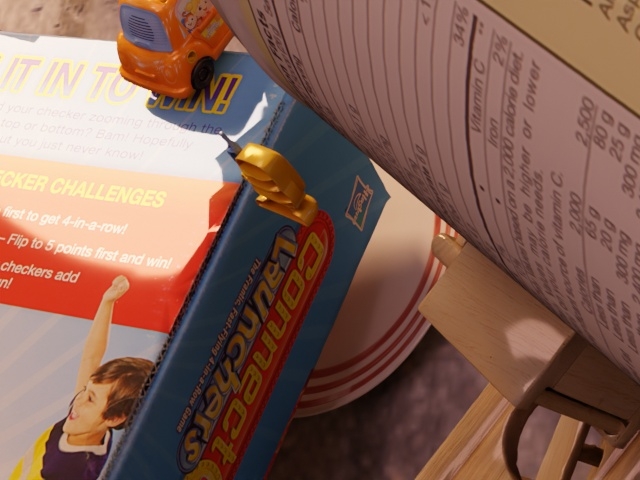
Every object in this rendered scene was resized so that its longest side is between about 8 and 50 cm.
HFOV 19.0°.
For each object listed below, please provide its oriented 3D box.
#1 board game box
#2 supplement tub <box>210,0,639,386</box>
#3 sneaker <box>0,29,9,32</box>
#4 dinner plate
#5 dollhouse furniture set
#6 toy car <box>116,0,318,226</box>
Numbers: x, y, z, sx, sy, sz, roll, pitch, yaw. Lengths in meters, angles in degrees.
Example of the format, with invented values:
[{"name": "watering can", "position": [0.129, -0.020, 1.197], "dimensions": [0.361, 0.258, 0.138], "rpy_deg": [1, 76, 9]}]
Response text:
[{"name": "board game box", "position": [-0.171, 0.066, 0.692], "dimensions": [0.308, 0.086, 0.302], "rpy_deg": [9, 61, 31]}, {"name": "supplement tub", "position": [0.112, -0.084, 0.410], "dimensions": [0.325, 0.235, 0.235], "rpy_deg": [43, 102, 38]}, {"name": "sneaker", "position": [-0.177, -0.060, 0.876], "dimensions": [0.188, 0.067, 0.078], "rpy_deg": [13, 104, 39]}, {"name": "dinner plate", "position": [0.000, 0.000, 0.734], "dimensions": [0.141, 0.017, 0.141], "rpy_deg": [-13, 67, 34]}, {"name": "dollhouse furniture set", "position": [0.044, 0.037, 0.576], "dimensions": [0.101, 0.182, 0.161], "rpy_deg": [-54, 50, 11]}, {"name": "toy car", "position": [-0.027, -0.061, 0.626], "dimensions": [0.060, 0.040, 0.122], "rpy_deg": [-42, 48, -7]}]
